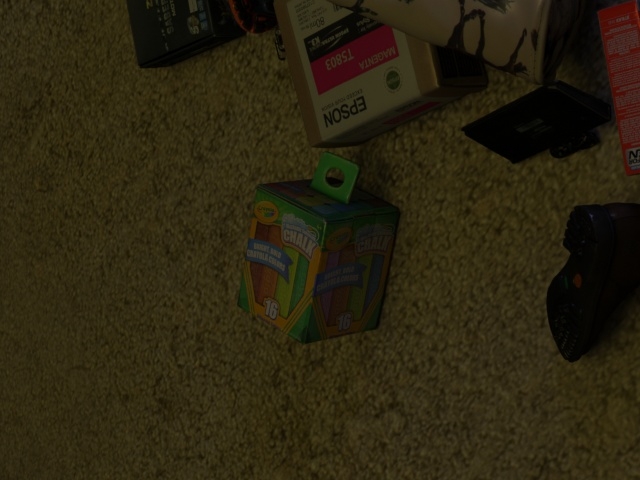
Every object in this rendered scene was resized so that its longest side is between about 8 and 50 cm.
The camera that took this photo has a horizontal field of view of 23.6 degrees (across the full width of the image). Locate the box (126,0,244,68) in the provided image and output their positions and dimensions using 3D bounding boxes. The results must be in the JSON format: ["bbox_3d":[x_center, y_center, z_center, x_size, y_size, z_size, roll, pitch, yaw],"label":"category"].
[{"bbox_3d":[-0.199,-0.369,2.102,0.183,0.059,0.233,-12,87,49],"label":"box"}]

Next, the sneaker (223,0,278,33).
[{"bbox_3d":[-0.117,-0.373,1.984,0.087,0.083,0.221,-173,70,-67],"label":"sneaker"}]

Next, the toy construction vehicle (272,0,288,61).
[{"bbox_3d":[-0.036,-0.259,1.936,0.086,0.035,0.098,94,164,-59],"label":"toy construction vehicle"}]

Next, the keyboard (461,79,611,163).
[{"bbox_3d":[0.240,-0.123,1.644,0.180,0.108,0.023,-24,42,60],"label":"keyboard"}]

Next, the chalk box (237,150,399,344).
[{"bbox_3d":[0.000,0.000,1.889,0.132,0.132,0.213,27,115,42],"label":"chalk box"}]

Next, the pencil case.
[{"bbox_3d":[0.092,-0.319,1.622,0.410,0.160,0.183,25,116,19],"label":"pencil case"}]

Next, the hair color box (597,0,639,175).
[{"bbox_3d":[0.336,-0.153,1.523,0.053,0.093,0.167,-9,90,48],"label":"hair color box"}]

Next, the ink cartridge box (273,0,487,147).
[{"bbox_3d":[0.066,-0.234,1.811,0.234,0.088,0.193,-22,79,46],"label":"ink cartridge box"}]

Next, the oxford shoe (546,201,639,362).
[{"bbox_3d":[0.298,0.049,1.607,0.227,0.096,0.083,101,152,-50],"label":"oxford shoe"}]
